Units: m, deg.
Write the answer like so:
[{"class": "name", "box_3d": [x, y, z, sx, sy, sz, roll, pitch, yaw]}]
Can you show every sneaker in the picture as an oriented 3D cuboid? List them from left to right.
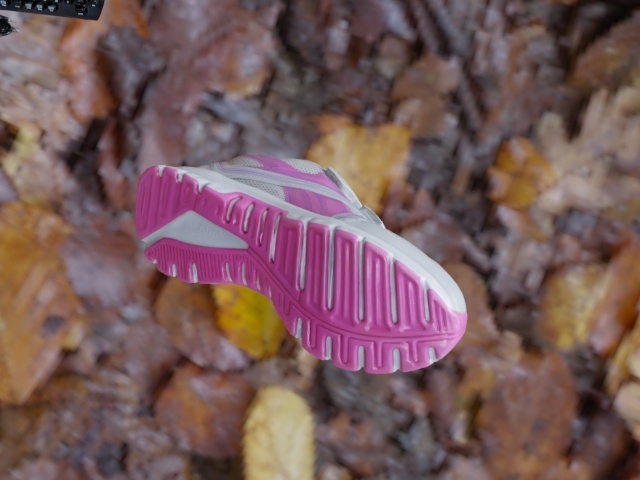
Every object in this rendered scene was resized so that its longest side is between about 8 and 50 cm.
[{"class": "sneaker", "box_3d": [0.000, 0.000, 1.281, 0.111, 0.252, 0.103, -30, 140, -48]}]

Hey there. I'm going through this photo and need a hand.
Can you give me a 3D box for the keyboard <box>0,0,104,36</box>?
[{"class": "keyboard", "box_3d": [-0.237, -0.164, 1.251, 0.100, 0.192, 0.038, 89, 11, -58]}]
